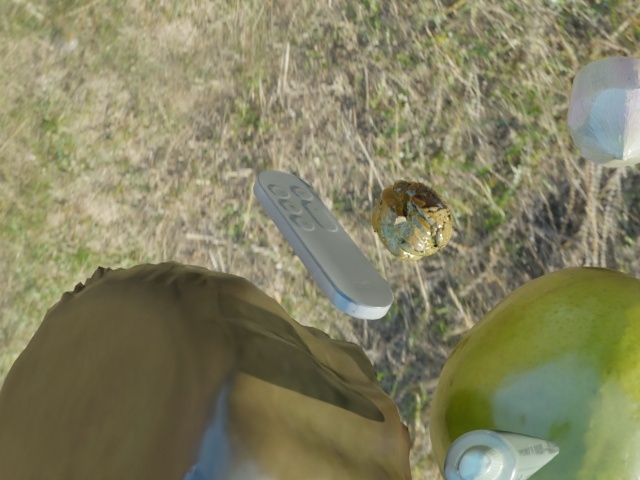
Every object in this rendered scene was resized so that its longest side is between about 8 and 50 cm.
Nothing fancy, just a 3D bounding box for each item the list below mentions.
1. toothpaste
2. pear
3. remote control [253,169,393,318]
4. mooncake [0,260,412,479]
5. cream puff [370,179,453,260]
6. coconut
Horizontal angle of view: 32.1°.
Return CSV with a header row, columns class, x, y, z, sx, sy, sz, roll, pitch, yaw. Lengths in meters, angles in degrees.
class,x,y,z,sx,sy,sz,roll,pitch,yaw
toothpaste,0.085,0.105,0.531,0.048,0.197,0.029,-15,77,12
pear,0.171,0.113,0.745,0.200,0.200,0.200,-1,117,-3
remote control,0.000,0.000,1.218,0.077,0.245,0.022,1,127,-37
mooncake,-0.088,0.180,0.687,0.187,0.324,0.324,28,113,-32
cream puff,0.142,-0.032,1.658,0.133,0.119,0.104,13,120,-27
coconut,0.312,-0.127,1.151,0.110,0.124,0.110,6,144,5
